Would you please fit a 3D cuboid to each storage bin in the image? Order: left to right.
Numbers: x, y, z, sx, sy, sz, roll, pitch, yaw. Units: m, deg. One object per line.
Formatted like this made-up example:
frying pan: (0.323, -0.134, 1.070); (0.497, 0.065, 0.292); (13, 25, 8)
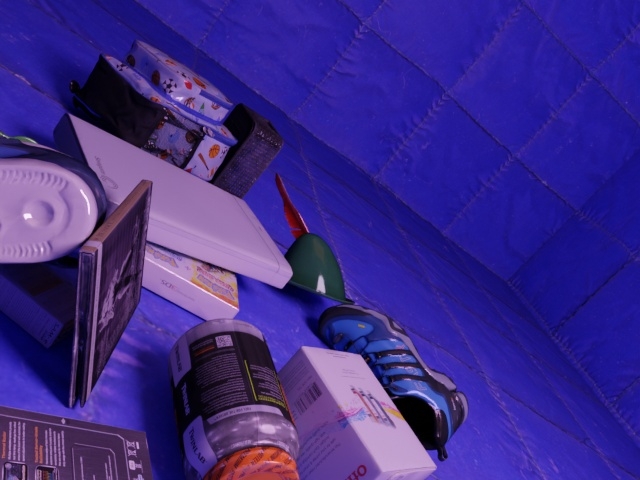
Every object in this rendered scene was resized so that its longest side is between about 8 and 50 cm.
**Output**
storage bin: (-0.179, -0.190, 1.298); (0.084, 0.180, 0.122); (27, 21, -42)

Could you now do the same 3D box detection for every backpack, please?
backpack: (-0.293, -0.234, 1.143); (0.276, 0.213, 0.263); (47, 6, 30)

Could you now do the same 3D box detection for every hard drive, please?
hard drive: (-0.219, -0.054, 0.924); (0.353, 0.047, 0.233); (25, 19, -44)

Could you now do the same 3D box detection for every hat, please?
hat: (0.000, 0.000, 1.113); (0.208, 0.184, 0.173); (22, -1, -22)

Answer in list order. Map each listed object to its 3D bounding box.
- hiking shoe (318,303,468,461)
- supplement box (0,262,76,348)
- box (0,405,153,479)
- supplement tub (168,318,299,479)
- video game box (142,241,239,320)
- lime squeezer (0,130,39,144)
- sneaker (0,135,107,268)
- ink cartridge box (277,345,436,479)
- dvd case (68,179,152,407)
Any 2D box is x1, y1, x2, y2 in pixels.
hiking shoe: (0.112, 0.220, 1.002); (0.304, 0.113, 0.132); (37, 26, 13)
supplement box: (-0.295, 0.060, 0.623); (0.098, 0.036, 0.062); (39, 16, 1)
box: (-0.192, 0.221, 0.395); (0.183, 0.056, 0.231); (27, 21, -39)
supplement tub: (-0.091, 0.182, 0.622); (0.117, 0.117, 0.190); (30, 19, -34)
video game box: (-0.218, 0.021, 0.889); (0.205, 0.048, 0.187); (33, 19, -24)
lime squeezer: (-0.431, -0.129, 0.823); (0.310, 0.059, 0.110); (37, -14, -6)
sneaker: (-0.378, -0.047, 0.581); (0.322, 0.130, 0.236); (5, 7, -21)
ink cartridge box: (0.019, 0.236, 0.707); (0.127, 0.128, 0.176); (22, 25, -49)
dvd case: (-0.218, 0.043, 0.635); (0.018, 0.165, 0.221); (10, 21, -7)
